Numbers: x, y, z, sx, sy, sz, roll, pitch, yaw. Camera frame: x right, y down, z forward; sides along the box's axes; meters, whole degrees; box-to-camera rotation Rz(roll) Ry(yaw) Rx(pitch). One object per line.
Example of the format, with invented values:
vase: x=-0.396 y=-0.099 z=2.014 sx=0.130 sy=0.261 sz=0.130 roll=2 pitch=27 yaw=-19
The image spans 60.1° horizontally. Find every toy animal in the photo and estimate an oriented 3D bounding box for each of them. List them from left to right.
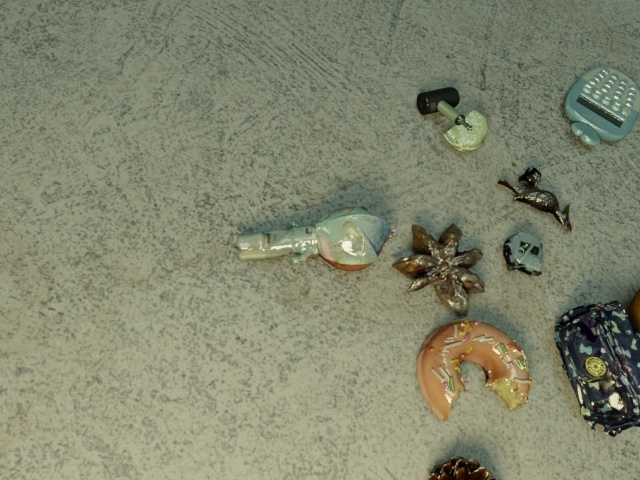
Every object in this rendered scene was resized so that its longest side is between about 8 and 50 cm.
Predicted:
toy animal: x=0.530 y=-0.099 z=1.329 sx=0.105 sy=0.070 sz=0.202 roll=-41 pitch=81 yaw=-11

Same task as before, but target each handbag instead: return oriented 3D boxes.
handbag: x=0.568 y=0.253 z=1.111 sx=0.113 sy=0.162 sz=0.260 roll=-3 pitch=65 yaw=-24

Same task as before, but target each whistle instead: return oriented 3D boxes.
whistle: x=0.000 y=0.001 z=1.177 sx=0.346 sy=0.133 sz=0.142 roll=-6 pitch=69 yaw=0

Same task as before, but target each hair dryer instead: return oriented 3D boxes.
hair dryer: x=0.325 y=-0.316 z=1.362 sx=0.100 sy=0.057 sz=0.197 roll=-15 pitch=42 yaw=-13

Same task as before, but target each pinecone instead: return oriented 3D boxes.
pinecone: x=0.258 y=0.461 z=0.989 sx=0.140 sy=0.121 sz=0.140 roll=0 pitch=71 yaw=-1

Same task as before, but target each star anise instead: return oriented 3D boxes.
star anise: x=0.272 y=0.047 z=1.211 sx=0.212 sy=0.073 sz=0.196 roll=22 pitch=67 yaw=1

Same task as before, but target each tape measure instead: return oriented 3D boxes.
tape measure: x=0.457 y=0.029 z=1.254 sx=0.091 sy=0.054 sz=0.094 roll=10 pitch=66 yaw=-10

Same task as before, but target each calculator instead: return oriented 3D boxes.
calculator: x=0.754 y=-0.359 z=1.482 sx=0.188 sy=0.042 sz=0.302 roll=37 pitch=65 yaw=9

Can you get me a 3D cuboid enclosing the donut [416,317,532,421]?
donut: x=0.310 y=0.250 z=1.115 sx=0.233 sy=0.085 sz=0.199 roll=-6 pitch=65 yaw=-12

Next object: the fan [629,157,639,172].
fan: x=0.869 y=-0.081 z=1.383 sx=0.182 sy=0.010 sz=0.310 roll=-24 pitch=73 yaw=-18

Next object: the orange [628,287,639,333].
orange: x=0.765 y=0.160 z=1.145 sx=0.236 sy=0.236 sz=0.236 roll=3 pitch=65 yaw=-6

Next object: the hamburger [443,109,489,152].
hamburger: x=0.372 y=-0.263 z=1.383 sx=0.121 sy=0.054 sz=0.084 roll=-37 pitch=79 yaw=-18
